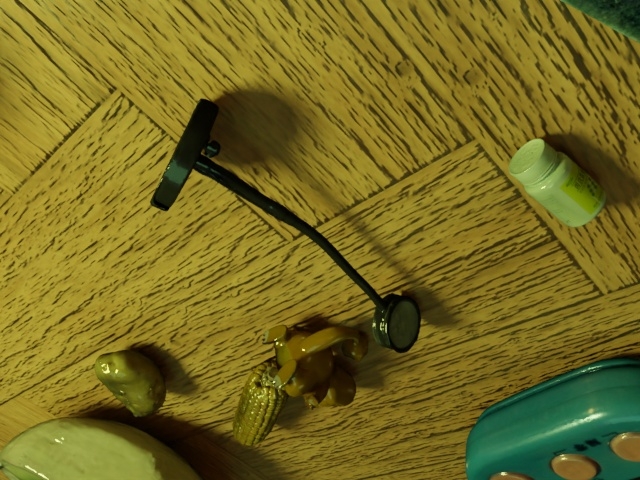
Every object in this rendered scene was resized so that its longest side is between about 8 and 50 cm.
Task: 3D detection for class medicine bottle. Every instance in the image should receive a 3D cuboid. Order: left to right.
[{"bbox_3d":[0.214,-0.052,0.546,0.083,0.047,0.047,35,132,-19],"label":"medicine bottle"}]

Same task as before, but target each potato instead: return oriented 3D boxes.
[{"bbox_3d":[-0.290,0.214,0.934,0.092,0.070,0.137,1,132,23],"label":"potato"}]

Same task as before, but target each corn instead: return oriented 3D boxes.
[{"bbox_3d":[-0.092,0.253,0.918,0.068,0.068,0.207,20,134,-3],"label":"corn"}]

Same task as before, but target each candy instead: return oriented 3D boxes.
[{"bbox_3d":[-0.361,0.468,1.120,0.386,0.186,0.426,7,138,21],"label":"candy"}]

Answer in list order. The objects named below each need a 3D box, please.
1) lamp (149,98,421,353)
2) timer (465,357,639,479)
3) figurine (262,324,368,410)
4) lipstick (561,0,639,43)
[{"bbox_3d":[-0.027,0.000,0.661,0.371,0.130,0.109,35,156,-35],"label":"lamp"},{"bbox_3d":[0.381,0.288,0.783,0.309,0.115,0.340,34,133,-16],"label":"timer"},{"bbox_3d":[0.011,0.165,0.799,0.122,0.121,0.176,-28,140,4],"label":"figurine"},{"bbox_3d":[0.122,-0.222,0.408,0.312,0.051,0.051,25,137,-6],"label":"lipstick"}]
